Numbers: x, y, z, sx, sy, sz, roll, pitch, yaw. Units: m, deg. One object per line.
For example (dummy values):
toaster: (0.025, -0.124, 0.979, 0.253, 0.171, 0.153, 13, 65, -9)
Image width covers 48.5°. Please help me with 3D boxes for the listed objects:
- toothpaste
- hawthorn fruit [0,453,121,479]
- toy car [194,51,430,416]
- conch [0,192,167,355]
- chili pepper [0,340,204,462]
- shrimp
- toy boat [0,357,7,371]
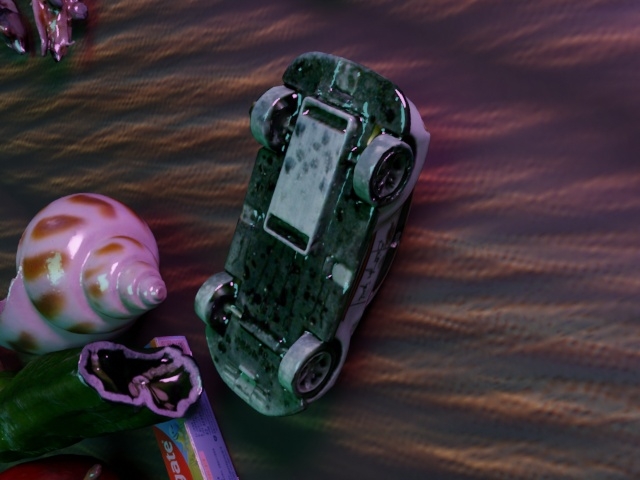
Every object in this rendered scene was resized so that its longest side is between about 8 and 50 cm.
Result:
toothpaste: (-0.146, 0.202, 0.742, 0.070, 0.044, 0.193, -37, 65, 28)
hawthorn fruit: (-0.281, 0.325, 0.731, 0.250, 0.215, 0.215, -50, 61, 15)
toy car: (0.000, 0.000, 0.610, 0.136, 0.125, 0.306, 31, 113, 34)
conch: (-0.249, 0.041, 0.750, 0.275, 0.148, 0.183, -14, 55, 64)
chili pepper: (-0.262, 0.164, 0.718, 0.270, 0.136, 0.099, -19, 80, 33)
shrimp: (-0.393, -0.367, 0.956, 0.247, 0.085, 0.360, -41, 61, 36)
toy boat: (-0.547, 0.128, 0.991, 0.162, 0.136, 0.445, -50, 56, 16)
